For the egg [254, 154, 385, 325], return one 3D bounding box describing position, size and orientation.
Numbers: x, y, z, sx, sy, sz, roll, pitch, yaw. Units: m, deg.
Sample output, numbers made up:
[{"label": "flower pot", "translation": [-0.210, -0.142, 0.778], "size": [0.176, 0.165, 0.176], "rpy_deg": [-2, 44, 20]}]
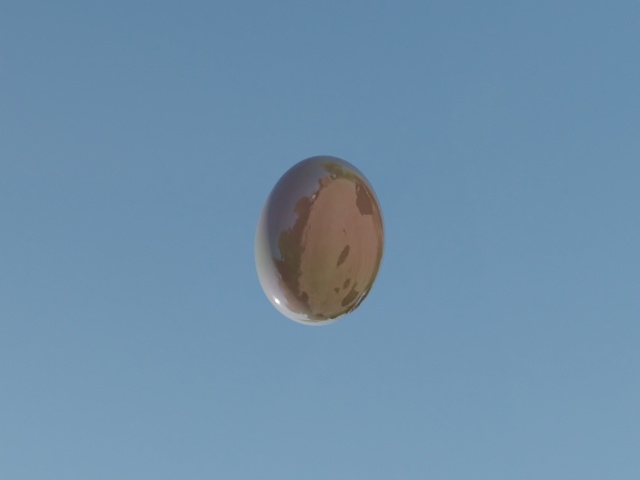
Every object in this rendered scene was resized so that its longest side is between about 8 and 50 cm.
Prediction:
[{"label": "egg", "translation": [0.000, 0.000, 1.096], "size": [0.103, 0.103, 0.135], "rpy_deg": [14, -99, -48]}]
